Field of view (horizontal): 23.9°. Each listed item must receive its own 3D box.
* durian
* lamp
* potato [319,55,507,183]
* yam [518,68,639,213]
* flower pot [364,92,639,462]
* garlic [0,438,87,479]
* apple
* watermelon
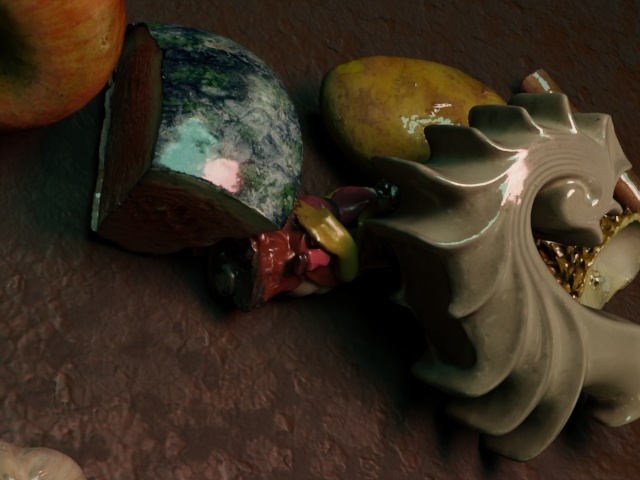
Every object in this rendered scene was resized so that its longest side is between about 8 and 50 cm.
[{"bbox_3d":[0.296,0.035,1.726,0.139,0.144,0.252,60,41,-14],"label":"durian"},{"bbox_3d":[0.000,0.000,1.564,0.253,0.118,0.118,-14,69,-40],"label":"lamp"},{"bbox_3d":[0.135,-0.113,1.695,0.298,0.141,0.176,30,39,-12],"label":"potato"},{"bbox_3d":[0.344,-0.104,1.879,0.264,0.046,0.046,49,49,6],"label":"yam"},{"bbox_3d":[0.205,0.045,1.535,0.254,0.164,0.367,-23,107,-22],"label":"flower pot"},{"bbox_3d":[-0.260,0.256,1.207,0.228,0.152,0.228,19,55,-28],"label":"garlic"},{"bbox_3d":[-0.327,-0.255,1.427,0.309,0.277,0.250,37,30,-25],"label":"apple"},{"bbox_3d":[-0.158,-0.108,1.493,0.148,0.226,0.318,30,15,-44],"label":"watermelon"}]
